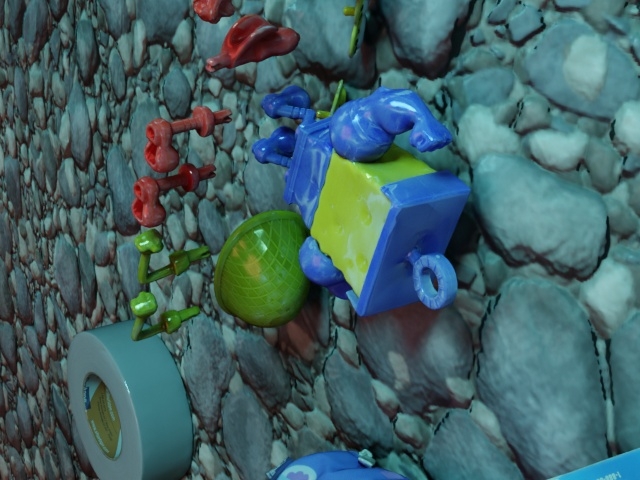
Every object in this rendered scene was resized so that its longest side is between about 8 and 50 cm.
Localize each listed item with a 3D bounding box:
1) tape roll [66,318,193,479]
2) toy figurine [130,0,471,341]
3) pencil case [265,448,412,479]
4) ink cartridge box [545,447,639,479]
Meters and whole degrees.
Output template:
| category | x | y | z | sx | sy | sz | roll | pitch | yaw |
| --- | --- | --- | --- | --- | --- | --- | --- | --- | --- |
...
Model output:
| category | x | y | z | sx | sy | sz | roll | pitch | yaw |
| --- | --- | --- | --- | --- | --- | --- | --- | --- | --- |
| tape roll | -0.247 | 0.214 | 1.154 | 0.219 | 0.072 | 0.219 | 22 | 117 | 50 |
| toy figurine | 0.000 | 0.000 | 0.658 | 0.217 | 0.191 | 0.362 | 44 | 135 | 31 |
| pencil case | 0.076 | 0.242 | 0.683 | 0.306 | 0.119 | 0.133 | 2 | 64 | 54 |
| ink cartridge box | 0.192 | 0.233 | 0.488 | 0.078 | 0.134 | 0.231 | -43 | 60 | 50 |
